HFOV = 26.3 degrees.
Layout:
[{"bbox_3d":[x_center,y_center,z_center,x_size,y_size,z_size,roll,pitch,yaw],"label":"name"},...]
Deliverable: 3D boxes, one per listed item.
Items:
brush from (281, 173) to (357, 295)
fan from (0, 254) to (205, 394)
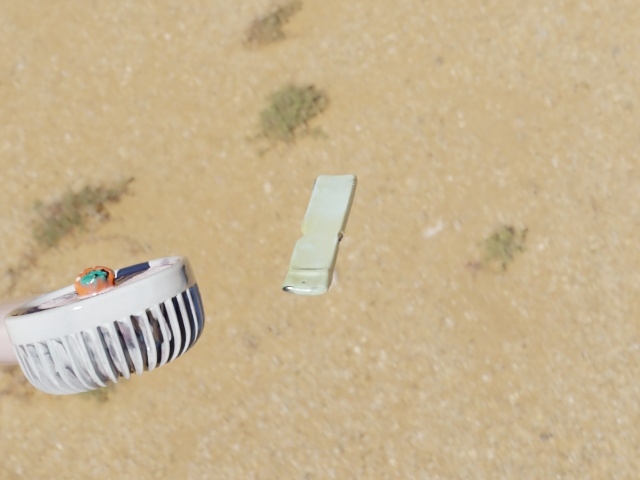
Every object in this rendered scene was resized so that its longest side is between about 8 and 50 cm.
[{"bbox_3d":[0.000,0.000,0.970,0.033,0.030,0.178,9,29,4],"label":"brush"},{"bbox_3d":[-0.177,0.058,0.967,0.130,0.074,0.244,-23,9,-36],"label":"fan"}]
